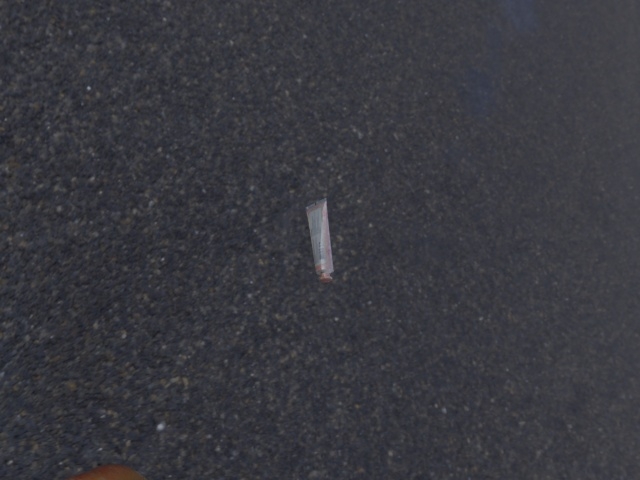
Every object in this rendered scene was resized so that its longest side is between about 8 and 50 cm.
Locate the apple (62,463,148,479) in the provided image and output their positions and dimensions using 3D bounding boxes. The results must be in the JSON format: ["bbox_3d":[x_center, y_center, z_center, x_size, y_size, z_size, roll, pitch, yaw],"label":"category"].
[{"bbox_3d":[-0.504,0.688,1.218,0.338,0.339,0.305,-12,55,-43],"label":"apple"}]

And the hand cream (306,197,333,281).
[{"bbox_3d":[0.000,0.000,1.357,0.043,0.067,0.210,20,55,-46],"label":"hand cream"}]
